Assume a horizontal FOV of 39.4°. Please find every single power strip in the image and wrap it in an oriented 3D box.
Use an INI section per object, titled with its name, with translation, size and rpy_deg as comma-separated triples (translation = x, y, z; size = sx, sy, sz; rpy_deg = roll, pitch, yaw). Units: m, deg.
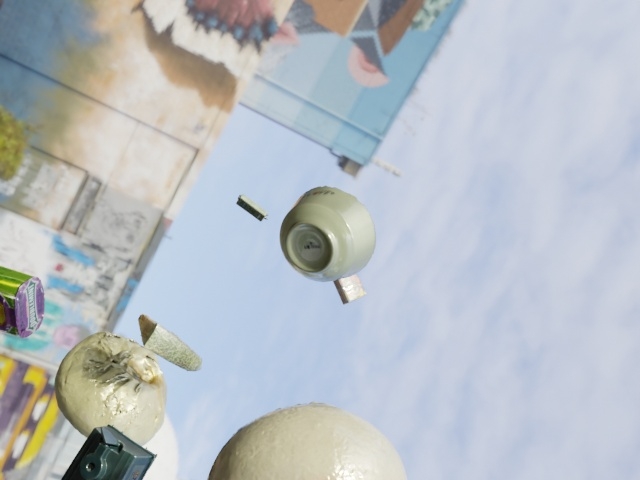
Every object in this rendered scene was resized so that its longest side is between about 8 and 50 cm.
[power strip]
translation = -0.151, -0.071, 1.993
size = 0.027, 0.083, 0.017
rpy_deg = -52, -178, 46

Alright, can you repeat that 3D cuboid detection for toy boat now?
[toy boat]
translation = -0.379, 0.447, 1.438
size = 0.114, 0.122, 0.296
rpy_deg = 26, -96, 27

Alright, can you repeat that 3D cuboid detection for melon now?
[melon]
translation = -0.302, 0.225, 1.866
size = 0.054, 0.182, 0.098
rpy_deg = -49, -152, -3

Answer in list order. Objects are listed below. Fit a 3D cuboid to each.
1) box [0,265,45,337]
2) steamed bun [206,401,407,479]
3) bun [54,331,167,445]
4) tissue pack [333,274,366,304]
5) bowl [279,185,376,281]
[box]
translation = -0.742, 0.092, 1.852
size = 0.097, 0.345, 0.134
rpy_deg = -51, 150, -55
[steamed bun]
translation = -0.013, 0.363, 1.187
size = 0.283, 0.283, 0.177
rpy_deg = -61, -159, 10
[bun]
translation = -0.450, 0.324, 1.999
size = 0.146, 0.287, 0.287
rpy_deg = -45, -151, 30
[tissue pack]
translation = 0.070, 0.112, 2.248
size = 0.035, 0.063, 0.083
rpy_deg = -26, -92, 59
[bowl]
translation = 0.000, 0.000, 1.883
size = 0.211, 0.211, 0.112
rpy_deg = -51, 172, 32
